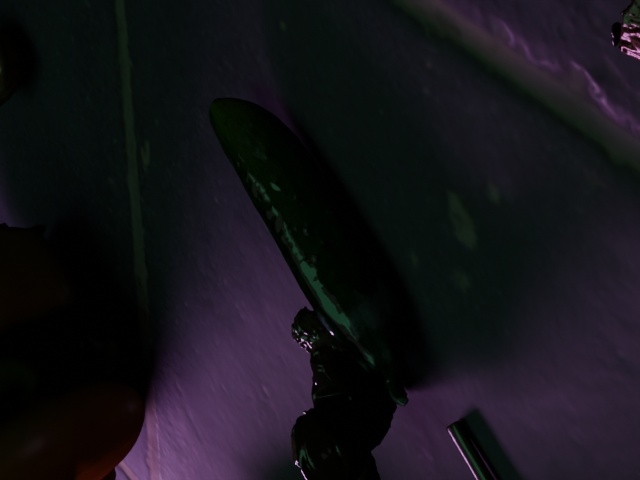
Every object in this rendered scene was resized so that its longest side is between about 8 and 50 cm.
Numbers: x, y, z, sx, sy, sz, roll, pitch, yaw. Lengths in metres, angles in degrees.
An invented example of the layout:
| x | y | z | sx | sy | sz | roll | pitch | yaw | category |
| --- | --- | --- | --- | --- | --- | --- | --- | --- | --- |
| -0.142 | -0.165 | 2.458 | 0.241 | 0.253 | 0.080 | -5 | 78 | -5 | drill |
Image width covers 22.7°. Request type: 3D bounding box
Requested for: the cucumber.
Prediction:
| x | y | z | sx | sy | sz | roll | pitch | yaw | category |
| --- | --- | --- | --- | --- | --- | --- | --- | --- | --- |
| 0.000 | 0.000 | 1.075 | 0.250 | 0.056 | 0.056 | 58 | 152 | 11 | cucumber |

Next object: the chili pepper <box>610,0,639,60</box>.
| x | y | z | sx | sy | sz | roll | pitch | yaw | category |
| --- | --- | --- | --- | --- | --- | --- | --- | --- | --- |
| 0.187 | -0.077 | 0.674 | 0.123 | 0.073 | 0.070 | 48 | -169 | 31 | chili pepper |

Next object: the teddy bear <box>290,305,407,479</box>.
| x | y | z | sx | sy | sz | roll | pitch | yaw | category |
| --- | --- | --- | --- | --- | --- | --- | --- | --- | --- |
| 0.021 | 0.115 | 1.101 | 0.160 | 0.078 | 0.119 | -84 | -19 | -64 | teddy bear |

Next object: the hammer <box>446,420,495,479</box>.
| x | y | z | sx | sy | sz | roll | pitch | yaw | category |
| --- | --- | --- | --- | --- | --- | --- | --- | --- | --- |
| 0.134 | 0.199 | 1.051 | 0.182 | 0.017 | 0.062 | 60 | 152 | 9 | hammer |

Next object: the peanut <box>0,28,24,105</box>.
| x | y | z | sx | sy | sz | roll | pitch | yaw | category |
| --- | --- | --- | --- | --- | --- | --- | --- | --- | --- |
| -0.333 | -0.165 | 1.476 | 0.193 | 0.089 | 0.089 | 16 | 126 | 49 | peanut |

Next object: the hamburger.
| x | y | z | sx | sy | sz | roll | pitch | yaw | category |
| --- | --- | --- | --- | --- | --- | --- | --- | --- | --- |
| -0.367 | 0.180 | 1.496 | 0.277 | 0.396 | 0.396 | 61 | 152 | 6 | hamburger |
